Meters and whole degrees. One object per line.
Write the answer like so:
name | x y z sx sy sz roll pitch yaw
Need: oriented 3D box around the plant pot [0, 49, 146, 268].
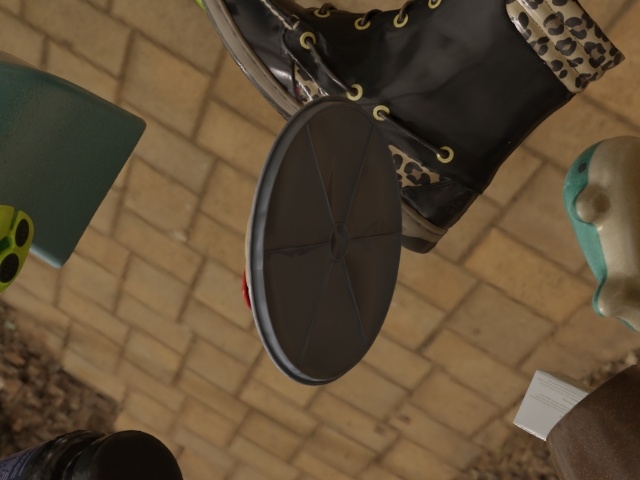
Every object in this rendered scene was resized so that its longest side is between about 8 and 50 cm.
plant pot | -0.454 -0.148 1.661 0.247 0.248 0.252 27 175 45

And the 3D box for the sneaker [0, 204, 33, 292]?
sneaker | -0.479 0.066 1.478 0.109 0.295 0.123 38 -176 -24

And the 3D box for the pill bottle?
pill bottle | -0.216 0.227 0.974 0.219 0.123 0.123 -26 118 40

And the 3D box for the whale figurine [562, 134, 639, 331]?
whale figurine | 0.410 -0.009 1.637 0.216 0.272 0.141 21 159 -35

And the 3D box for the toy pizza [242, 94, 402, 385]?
toy pizza | 0.000 0.000 0.816 0.032 0.201 0.201 5 139 31

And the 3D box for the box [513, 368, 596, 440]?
box | 0.343 0.239 1.635 0.102 0.087 0.101 25 -175 29

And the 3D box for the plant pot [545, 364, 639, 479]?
plant pot | 0.308 0.228 1.004 0.230 0.215 0.215 51 154 21

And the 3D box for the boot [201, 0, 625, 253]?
boot | 0.077 -0.210 1.127 0.284 0.138 0.377 -40 82 19

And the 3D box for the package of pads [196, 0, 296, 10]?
package of pads | -0.133 -0.397 1.401 0.101 0.229 0.296 -32 109 26
